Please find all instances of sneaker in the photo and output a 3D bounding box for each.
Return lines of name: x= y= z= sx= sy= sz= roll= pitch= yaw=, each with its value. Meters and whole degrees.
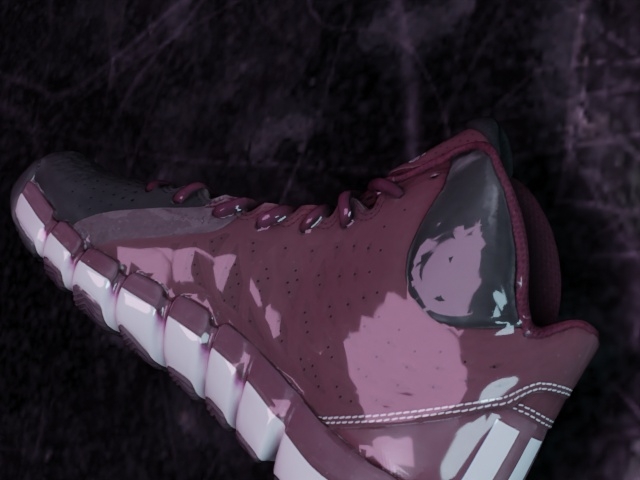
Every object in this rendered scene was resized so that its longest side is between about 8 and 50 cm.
sneaker: x=0.000 y=0.000 z=0.558 sx=0.281 sy=0.106 sz=0.162 roll=38 pitch=95 yaw=30
